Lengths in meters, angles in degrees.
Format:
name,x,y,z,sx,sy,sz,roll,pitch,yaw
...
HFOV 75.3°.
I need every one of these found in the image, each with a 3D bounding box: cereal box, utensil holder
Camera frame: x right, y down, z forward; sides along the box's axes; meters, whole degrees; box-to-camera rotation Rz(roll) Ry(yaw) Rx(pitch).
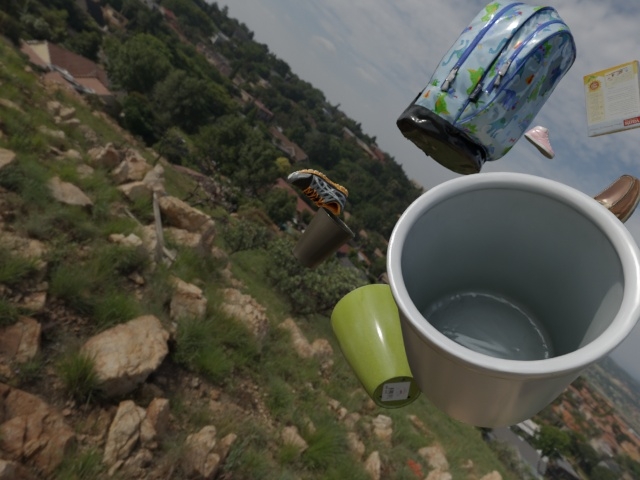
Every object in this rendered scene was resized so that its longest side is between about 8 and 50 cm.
name,x,y,z,sx,sy,sz,roll,pitch,yaw
cereal box,1.098,-0.524,1.556,0.047,0.240,0.173,-8,3,-40
utensil holder,0.296,0.127,0.725,0.327,0.328,0.385,51,-10,35

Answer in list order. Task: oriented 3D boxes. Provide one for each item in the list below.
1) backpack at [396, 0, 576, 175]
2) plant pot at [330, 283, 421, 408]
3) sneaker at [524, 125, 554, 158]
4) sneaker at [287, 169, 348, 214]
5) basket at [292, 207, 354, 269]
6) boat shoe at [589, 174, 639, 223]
name,x,y,z,sx,sy,sz,roll,pitch,yaw
backpack,0.382,-0.346,0.934,0.273,0.355,0.290,26,2,43
plant pot,0.184,0.326,1.214,0.275,0.275,0.293,34,23,-25
sneaker,0.810,-0.359,1.494,0.134,0.070,0.051,54,10,21
sneaker,-0.004,-0.148,1.270,0.215,0.084,0.083,21,66,-28
basket,0.000,0.000,1.747,0.204,0.227,0.154,47,13,32
boat shoe,0.866,-0.080,1.315,0.116,0.324,0.123,34,12,-14
